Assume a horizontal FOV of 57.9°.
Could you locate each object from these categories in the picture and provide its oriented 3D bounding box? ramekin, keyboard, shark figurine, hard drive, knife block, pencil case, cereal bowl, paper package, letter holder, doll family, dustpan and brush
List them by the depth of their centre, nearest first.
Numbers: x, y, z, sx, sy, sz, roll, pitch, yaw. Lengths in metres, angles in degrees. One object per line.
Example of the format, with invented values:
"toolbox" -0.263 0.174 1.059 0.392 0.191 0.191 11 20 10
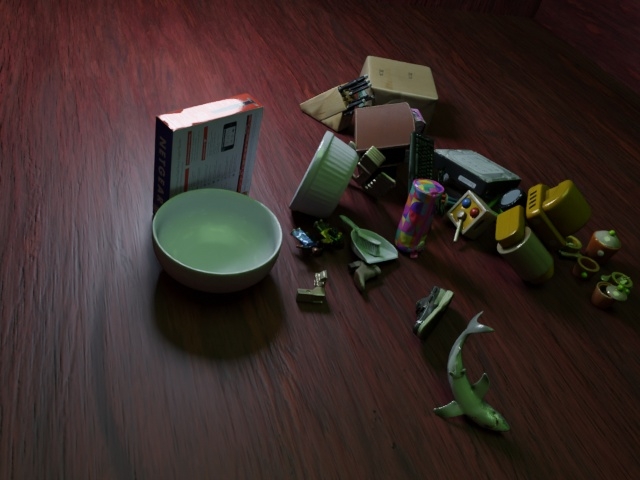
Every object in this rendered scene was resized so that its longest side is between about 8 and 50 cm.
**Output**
"shark figurine" 0.348 0.319 1.396 0.166 0.278 0.116 -9 -4 13
"cereal bowl" -0.274 0.017 1.531 0.339 0.141 0.339 9 41 -8
"doll family" 0.000 0.000 1.700 0.193 0.076 0.111 -23 58 -31
"dustpan and brush" 0.124 -0.011 1.749 0.147 0.060 0.211 -9 31 -43
"pencil case" 0.298 -0.069 1.756 0.104 0.236 0.104 8 32 -5
"ramekin" 0.016 -0.191 1.784 0.127 0.273 0.273 27 40 -4
"keyboard" 0.357 -0.187 1.909 0.201 0.033 0.317 15 75 -44
"letter holder" 0.237 -0.349 2.061 0.214 0.152 0.302 -8 40 9
"hard drive" 0.561 -0.251 2.084 0.237 0.064 0.339 38 27 28
"knife block" 0.069 -0.561 2.234 0.276 0.242 0.088 35 41 22
"paper package" 0.320 -0.623 2.450 0.310 0.168 0.324 9 41 -6

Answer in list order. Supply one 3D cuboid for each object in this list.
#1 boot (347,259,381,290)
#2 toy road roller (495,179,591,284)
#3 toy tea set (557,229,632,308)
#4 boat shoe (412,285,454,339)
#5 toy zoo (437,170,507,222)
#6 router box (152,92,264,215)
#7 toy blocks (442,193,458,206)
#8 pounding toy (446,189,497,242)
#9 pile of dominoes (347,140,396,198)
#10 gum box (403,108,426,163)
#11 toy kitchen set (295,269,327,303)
"boot" 0.133 0.096 1.651 0.087 0.042 0.118 -2 43 -24
"toy road roller" 0.701 -0.050 1.807 0.202 0.241 0.329 46 41 -18
"toy tea set" 0.916 0.072 1.870 0.200 0.124 0.336 5 41 -13
"boat shoe" 0.292 0.191 1.570 0.073 0.080 0.223 27 35 22
"toy zoo" 0.562 -0.183 2.123 0.293 0.030 0.192 33 42 20
"router box" -0.322 -0.227 1.645 0.301 0.335 0.082 -26 56 -39
"toy blocks" 0.409 -0.167 2.036 0.148 0.054 0.123 13 40 -3
"pounding toy" 0.483 -0.070 1.899 0.100 0.141 0.130 21 29 -41
"pile of dominoes" 0.155 -0.232 1.885 0.196 0.251 0.040 44 78 -1
"gum box" 0.329 -0.397 2.171 0.062 0.188 0.107 1 41 -17
"toy kitchen set" -0.025 0.114 1.556 0.075 0.068 0.083 6 40 -12
